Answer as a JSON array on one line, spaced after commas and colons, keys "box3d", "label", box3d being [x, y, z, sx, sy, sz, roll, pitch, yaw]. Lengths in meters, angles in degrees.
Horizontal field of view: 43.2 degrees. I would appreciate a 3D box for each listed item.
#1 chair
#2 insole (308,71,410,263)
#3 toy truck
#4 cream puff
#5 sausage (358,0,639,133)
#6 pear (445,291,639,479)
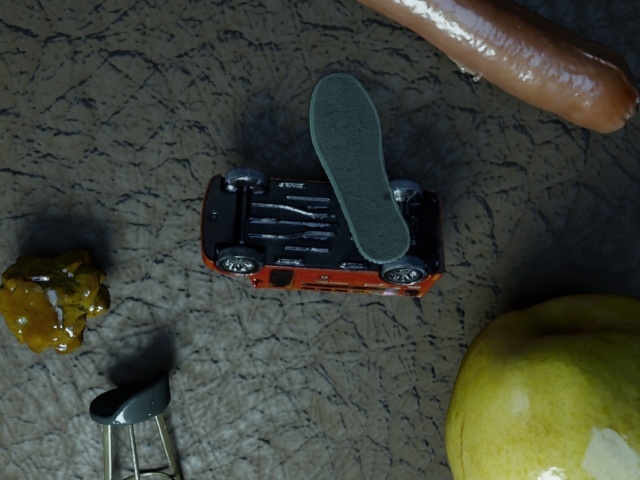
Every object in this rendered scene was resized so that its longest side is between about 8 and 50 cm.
[{"box3d": [-0.216, 0.255, 0.936, 0.095, 0.104, 0.222, 3, 106, 14], "label": "chair"}, {"box3d": [0.037, -0.080, 0.840, 0.080, 0.003, 0.232, -11, 67, -10], "label": "insole"}, {"box3d": [0.000, 0.000, 0.865, 0.252, 0.114, 0.108, 4, 64, -5], "label": "toy truck"}, {"box3d": [-0.290, 0.061, 0.887, 0.116, 0.094, 0.122, 46, 120, -8], "label": "cream puff"}, {"box3d": [0.149, -0.235, 0.838, 0.418, 0.094, 0.094, 28, 130, -9], "label": "sausage"}, {"box3d": [0.283, 0.212, 0.848, 0.314, 0.314, 0.315, -1, 103, -3], "label": "pear"}]
